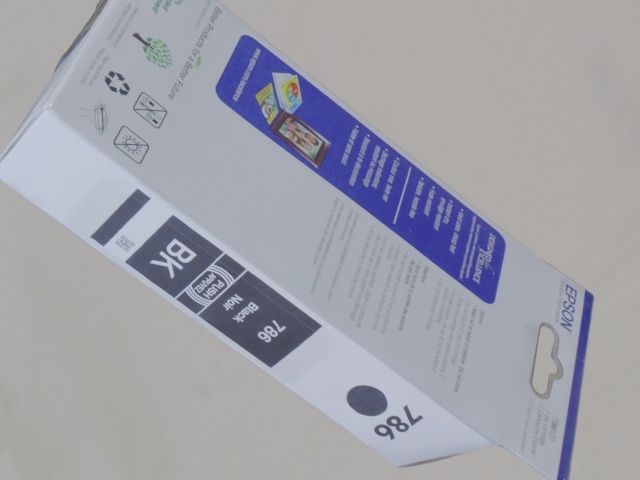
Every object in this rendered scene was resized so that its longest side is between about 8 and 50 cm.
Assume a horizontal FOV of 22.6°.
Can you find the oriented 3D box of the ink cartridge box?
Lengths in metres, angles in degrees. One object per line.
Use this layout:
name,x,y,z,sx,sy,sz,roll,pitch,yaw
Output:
ink cartridge box,0.000,0.000,0.854,0.332,0.165,0.065,37,128,-13
